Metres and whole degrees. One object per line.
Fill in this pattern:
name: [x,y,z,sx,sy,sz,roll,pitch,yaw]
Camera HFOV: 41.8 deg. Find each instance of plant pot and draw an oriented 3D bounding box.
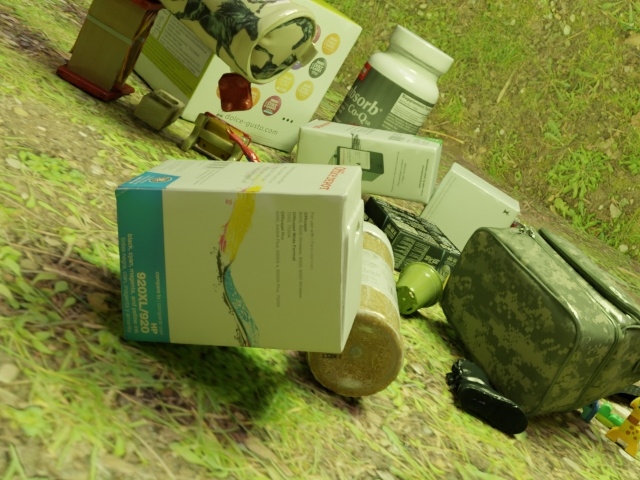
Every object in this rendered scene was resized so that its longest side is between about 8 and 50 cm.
plant pot: [0.154,0.088,1.410,0.083,0.083,0.079,36,30,14]

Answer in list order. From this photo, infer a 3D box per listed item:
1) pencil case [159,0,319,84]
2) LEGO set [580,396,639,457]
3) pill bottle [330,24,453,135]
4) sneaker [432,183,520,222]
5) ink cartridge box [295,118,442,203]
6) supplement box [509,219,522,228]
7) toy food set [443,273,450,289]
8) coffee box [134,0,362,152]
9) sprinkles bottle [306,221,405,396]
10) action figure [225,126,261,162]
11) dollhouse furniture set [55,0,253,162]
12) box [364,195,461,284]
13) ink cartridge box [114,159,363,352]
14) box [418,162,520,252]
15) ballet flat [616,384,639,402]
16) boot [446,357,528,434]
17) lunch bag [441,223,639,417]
pencil case: [-0.189,-0.441,1.467,0.410,0.160,0.183,43,32,17]
LEGO set: [0.515,0.287,1.433,0.227,0.093,0.087,38,18,19]
pill bottle: [0.175,-0.355,2.167,0.210,0.363,0.210,29,17,-10]
sneaker: [0.407,-0.044,2.184,0.293,0.102,0.146,34,-4,37]
ink cartridge box: [0.106,-0.174,1.800,0.289,0.122,0.211,11,14,10]
supplement box: [0.455,0.032,1.979,0.073,0.130,0.239,11,26,-48]
toy food set: [0.315,0.144,1.551,0.128,0.071,0.218,-18,45,-37]
coffee box: [-0.187,-0.450,1.855,0.337,0.334,0.338,12,26,-49]
sprinkles bottle: [0.048,0.079,1.155,0.121,0.121,0.355,30,17,-8]
action figure: [-0.157,-0.100,1.344,0.139,0.091,0.280,43,18,6]
dollhouse furniture set: [-0.272,-0.312,1.554,0.374,0.201,0.152,30,17,-4]
box: [0.174,0.004,1.657,0.180,0.077,0.147,20,20,-33]
ink cartridge box: [-0.076,0.010,0.902,0.232,0.168,0.171,2,15,8]
box: [0.326,-0.051,1.894,0.182,0.181,0.119,33,17,3]
ballet flat: [0.605,0.306,1.644,0.173,0.049,0.057,25,-26,-24]
boot: [0.242,0.225,1.226,0.121,0.045,0.099,29,14,-7]
lunch bag: [0.384,0.119,1.377,0.256,0.213,0.305,3,34,-33]
